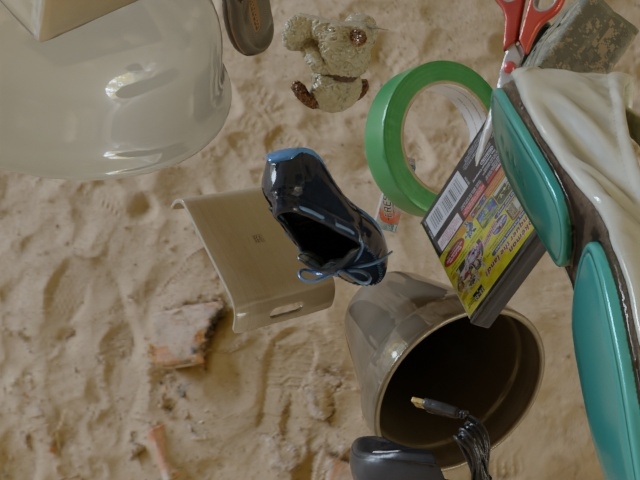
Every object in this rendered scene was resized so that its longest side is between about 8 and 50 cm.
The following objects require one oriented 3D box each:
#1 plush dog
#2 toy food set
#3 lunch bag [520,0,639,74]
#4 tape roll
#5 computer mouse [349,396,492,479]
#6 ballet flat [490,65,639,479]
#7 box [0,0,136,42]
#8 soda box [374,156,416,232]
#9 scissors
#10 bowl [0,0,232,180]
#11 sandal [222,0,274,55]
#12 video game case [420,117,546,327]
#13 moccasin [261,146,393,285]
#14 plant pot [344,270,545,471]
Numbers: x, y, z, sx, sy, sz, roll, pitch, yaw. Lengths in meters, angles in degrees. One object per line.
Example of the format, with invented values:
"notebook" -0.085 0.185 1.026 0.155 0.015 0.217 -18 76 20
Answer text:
"plush dog" 0.047 -0.420 1.835 0.210 0.262 0.225 47 138 48
"toy food set" -0.131 0.024 1.445 0.306 0.219 0.092 59 142 26
"lunch bag" 0.533 -0.389 1.708 0.169 0.287 0.235 39 76 -4
"tape roll" 0.247 -0.207 1.567 0.077 0.321 0.321 -1 83 62
"computer mouse" 0.118 0.296 1.016 0.262 0.060 0.184 5 108 45
"ballet flat" 0.211 0.014 0.482 0.139 0.139 0.400 -21 45 17
"box" -0.058 -0.249 0.410 0.121 0.311 0.148 46 146 5
"soda box" 0.180 -0.114 1.835 0.058 0.063 0.183 13 119 -2
"scissors" 0.262 -0.243 0.983 0.109 0.021 0.297 4 85 30
"bowl" -0.207 -0.197 0.623 0.298 0.298 0.134 41 134 19
"sandal" -0.075 -0.281 0.769 0.060 0.219 0.090 18 54 25
"video game case" 0.253 -0.059 1.051 0.275 0.035 0.248 -60 25 27
"moccasin" 0.000 0.000 1.115 0.137 0.342 0.117 -15 56 26
"plant pot" 0.184 0.195 1.339 0.323 0.323 0.280 -54 32 8
